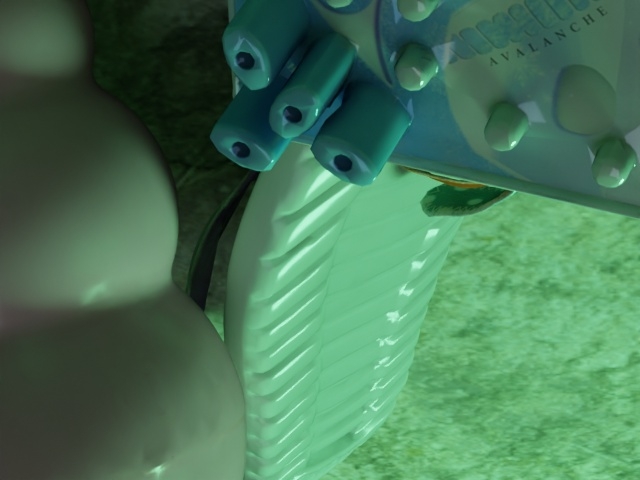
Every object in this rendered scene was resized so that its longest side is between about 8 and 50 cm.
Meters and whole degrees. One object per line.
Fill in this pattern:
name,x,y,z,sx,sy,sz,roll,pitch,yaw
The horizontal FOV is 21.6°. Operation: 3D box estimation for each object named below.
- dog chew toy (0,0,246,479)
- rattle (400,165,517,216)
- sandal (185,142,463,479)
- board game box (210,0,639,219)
dog chew toy,-0.150,0.013,0.763,0.207,0.331,0.206,-10,-172,1
rattle,0.151,-0.021,0.740,0.200,0.142,0.130,-26,173,-16
sandal,-0.011,0.007,0.875,0.102,0.169,0.416,42,145,21
board game box,0.136,-0.146,0.497,0.390,0.050,0.390,14,131,18
